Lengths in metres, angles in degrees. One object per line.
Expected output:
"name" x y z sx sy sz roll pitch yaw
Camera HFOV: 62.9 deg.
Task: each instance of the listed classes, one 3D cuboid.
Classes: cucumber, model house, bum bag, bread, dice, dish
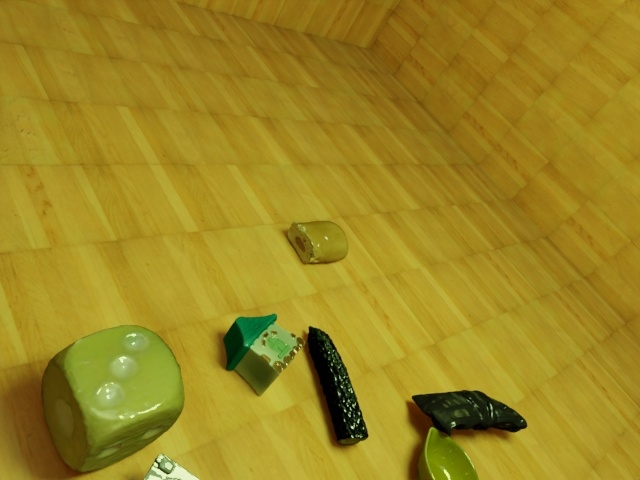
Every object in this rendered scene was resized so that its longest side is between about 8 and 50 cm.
"cucumber" 0.030 0.312 1.173 0.072 0.072 0.300 8 44 -33
"model house" -0.132 0.227 1.113 0.149 0.100 0.127 38 35 6
"bum bag" 0.370 0.420 1.295 0.340 0.095 0.144 12 12 -35
"bread" 0.000 -0.002 1.493 0.173 0.085 0.134 -9 55 -44
"dice" -0.336 0.252 0.851 0.169 0.169 0.166 -12 58 -47
"dish" 0.266 0.517 1.130 0.149 0.080 0.207 13 40 -35

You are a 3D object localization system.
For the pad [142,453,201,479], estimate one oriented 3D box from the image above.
"pad" -0.238 0.463 0.753 0.159 0.009 0.265 38 42 -7
